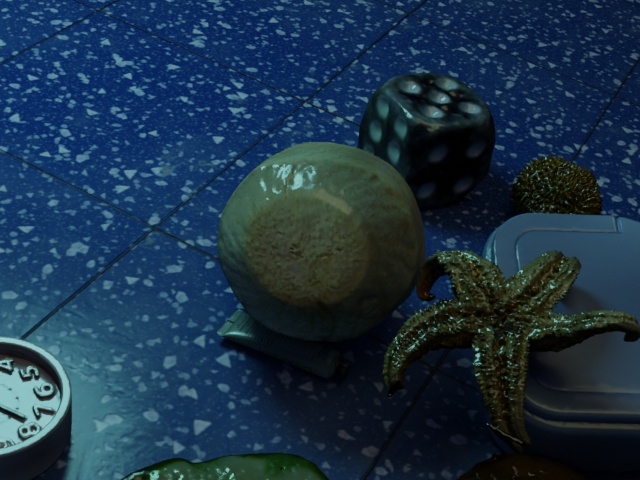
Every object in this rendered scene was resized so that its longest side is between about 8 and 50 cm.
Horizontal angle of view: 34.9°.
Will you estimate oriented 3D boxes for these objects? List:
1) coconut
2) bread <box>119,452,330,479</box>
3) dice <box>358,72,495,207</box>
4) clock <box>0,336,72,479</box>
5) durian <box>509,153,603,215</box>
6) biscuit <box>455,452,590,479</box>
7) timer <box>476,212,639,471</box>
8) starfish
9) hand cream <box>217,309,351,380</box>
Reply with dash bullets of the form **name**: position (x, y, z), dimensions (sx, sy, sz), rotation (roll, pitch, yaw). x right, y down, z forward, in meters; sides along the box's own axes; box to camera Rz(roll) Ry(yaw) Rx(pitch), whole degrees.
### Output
- **coconut**: position (0.000, 0.000, 1.451), dimensions (0.329, 0.328, 0.329), rotation (7, 40, -6)
- **bread**: position (-0.088, 0.397, 1.076), dimensions (0.382, 0.129, 0.366), rotation (37, 45, 26)
- **dice**: position (0.185, -0.177, 1.789), dimensions (0.183, 0.182, 0.181), rotation (-9, 43, -26)
- **clock**: position (-0.409, 0.211, 1.264), dimensions (0.197, 0.068, 0.197), rotation (7, 40, -6)
- **durian**: position (0.409, -0.075, 1.770), dimensions (0.168, 0.137, 0.158), rotation (-28, 74, -28)
- **biscuit**: position (0.281, 0.377, 1.238), dimensions (0.296, 0.075, 0.296), rotation (7, 40, -6)
- **timer**: position (0.409, 0.144, 1.441), dimensions (0.395, 0.173, 0.395), rotation (1, 49, -1)
- **starfish**: position (0.239, 0.118, 1.285), dimensions (0.312, 0.113, 0.303), rotation (-1, 47, 12)
- **hand cream**: position (-0.050, 0.151, 1.454), dimensions (0.194, 0.042, 0.067), rotation (20, 42, 17)
